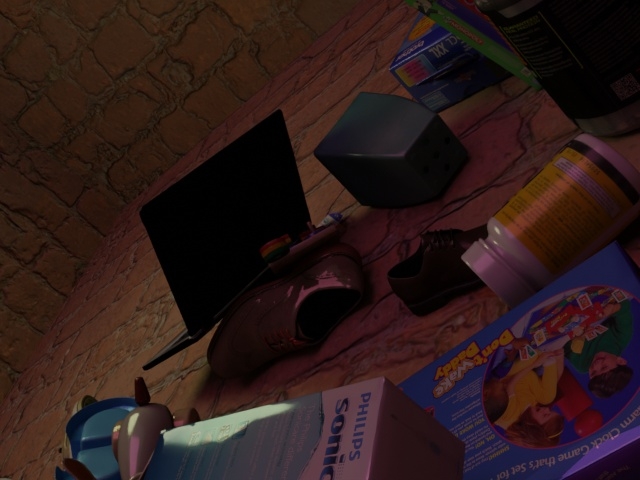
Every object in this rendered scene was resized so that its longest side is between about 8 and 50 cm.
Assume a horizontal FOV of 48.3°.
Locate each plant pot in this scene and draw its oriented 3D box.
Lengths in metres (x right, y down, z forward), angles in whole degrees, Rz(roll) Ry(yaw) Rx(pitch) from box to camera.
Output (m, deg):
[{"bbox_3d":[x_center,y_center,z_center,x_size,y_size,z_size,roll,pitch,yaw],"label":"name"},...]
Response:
[{"bbox_3d":[0.142,-0.162,1.323,0.165,0.166,0.234,-53,30,-12],"label":"plant pot"}]

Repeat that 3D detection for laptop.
[{"bbox_3d":[-0.214,0.009,1.402,0.382,0.236,0.408,-44,7,-39],"label":"laptop"}]

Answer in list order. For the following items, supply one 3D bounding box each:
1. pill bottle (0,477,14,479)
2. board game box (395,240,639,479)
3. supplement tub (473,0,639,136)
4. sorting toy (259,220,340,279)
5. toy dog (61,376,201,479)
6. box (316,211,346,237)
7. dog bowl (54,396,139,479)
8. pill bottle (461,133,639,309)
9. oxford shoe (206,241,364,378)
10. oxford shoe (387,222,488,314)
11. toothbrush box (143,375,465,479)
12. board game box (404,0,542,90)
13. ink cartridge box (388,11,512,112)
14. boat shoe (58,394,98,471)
[{"bbox_3d":[-0.525,0.513,1.216,0.169,0.301,0.169,-39,23,20],"label":"pill bottle"},{"bbox_3d":[0.203,0.183,0.717,0.347,0.078,0.233,-39,24,23],"label":"board game box"},{"bbox_3d":[0.344,-0.319,0.954,0.207,0.338,0.207,-39,24,21],"label":"supplement tub"},{"bbox_3d":[-0.034,0.011,1.284,0.132,0.046,0.274,-29,-13,-3],"label":"sorting toy"},{"bbox_3d":[-0.301,0.341,1.170,0.220,0.160,0.334,-19,14,-13],"label":"toy dog"},{"bbox_3d":[0.000,0.000,1.480,0.136,0.028,0.081,-46,21,-1],"label":"box"},{"bbox_3d":[-0.413,0.417,1.389,0.166,0.074,0.297,-8,21,-9],"label":"dog bowl"},{"bbox_3d":[0.279,-0.016,0.859,0.208,0.119,0.119,-44,22,8],"label":"pill bottle"},{"bbox_3d":[-0.069,0.144,1.241,0.348,0.123,0.130,-42,27,17],"label":"oxford shoe"},{"bbox_3d":[0.190,0.018,1.003,0.227,0.096,0.082,-36,23,24],"label":"oxford shoe"},{"bbox_3d":[-0.039,0.263,0.610,0.296,0.126,0.216,-24,37,36],"label":"toothbrush box"},{"bbox_3d":[0.304,-0.434,1.263,0.213,0.317,0.046,-58,3,-24],"label":"board game box"},{"bbox_3d":[0.315,-0.435,1.470,0.270,0.151,0.395,-21,35,49],"label":"ink cartridge box"},{"bbox_3d":[-0.530,0.451,1.589,0.103,0.113,0.302,-42,22,-1],"label":"boat shoe"}]
